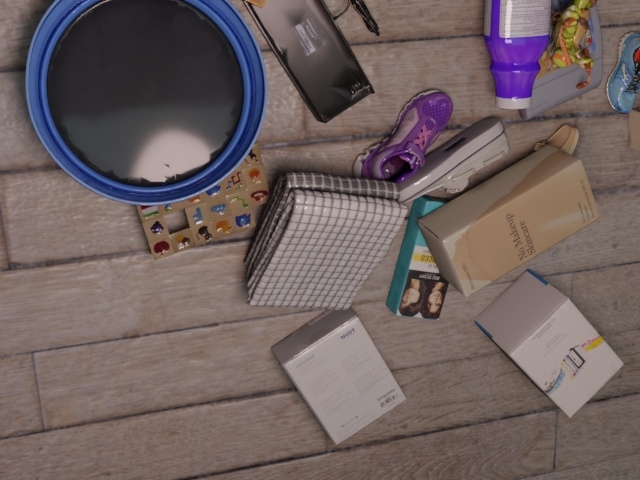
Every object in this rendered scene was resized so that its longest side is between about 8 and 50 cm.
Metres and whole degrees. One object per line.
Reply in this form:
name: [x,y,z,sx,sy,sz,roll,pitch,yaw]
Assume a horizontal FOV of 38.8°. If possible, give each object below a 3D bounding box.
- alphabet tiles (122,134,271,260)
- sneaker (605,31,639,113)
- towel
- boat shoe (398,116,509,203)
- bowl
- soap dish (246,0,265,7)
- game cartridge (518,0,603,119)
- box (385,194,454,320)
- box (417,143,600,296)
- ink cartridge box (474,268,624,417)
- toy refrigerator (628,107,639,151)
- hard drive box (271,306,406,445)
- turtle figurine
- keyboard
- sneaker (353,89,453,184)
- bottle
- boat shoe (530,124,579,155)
alphabet tiles: [-0.210,-0.087,1.621,0.237,0.009,0.198,-19,119,-12]
sneaker: [0.623,-0.333,1.822,0.063,0.073,0.162,-1,109,-18]
towel: [0.000,0.000,1.677,0.234,0.121,0.284,4,135,-27]
boat shoe: [0.253,-0.136,1.767,0.267,0.096,0.088,-35,112,-13]
bowl: [-0.286,-0.254,1.511,0.390,0.077,0.392,-1,93,-14]
soap dish: [-0.155,-0.542,1.438,0.228,0.118,0.291,21,82,-23]
game cartridge: [0.439,-0.404,1.751,0.198,0.062,0.297,-24,114,-4]
box: [0.215,0.035,1.829,0.100,0.060,0.244,8,106,-20]
box: [0.361,-0.040,1.750,0.311,0.121,0.148,-31,117,-6]
ink cartridge box: [0.482,0.216,1.917,0.168,0.171,0.233,-44,116,1]
toy refrigerator: [0.786,-0.248,1.889,0.269,0.102,0.094,-12,112,-13]
hard drive box: [0.040,0.268,1.840,0.181,0.089,0.232,-32,116,-5]
turtle figurine: [0.471,-0.400,1.668,0.269,0.087,0.217,27,84,-62]
keyboard: [0.004,-0.386,1.631,0.201,0.033,0.317,-32,116,2]
sneaker: [0.171,-0.180,1.716,0.236,0.104,0.095,-47,114,1]
bottle: [0.358,-0.384,1.653,0.118,0.092,0.283,-6,111,-11]
boat shoe: [0.451,-0.168,1.832,0.059,0.063,0.170,32,97,-31]
